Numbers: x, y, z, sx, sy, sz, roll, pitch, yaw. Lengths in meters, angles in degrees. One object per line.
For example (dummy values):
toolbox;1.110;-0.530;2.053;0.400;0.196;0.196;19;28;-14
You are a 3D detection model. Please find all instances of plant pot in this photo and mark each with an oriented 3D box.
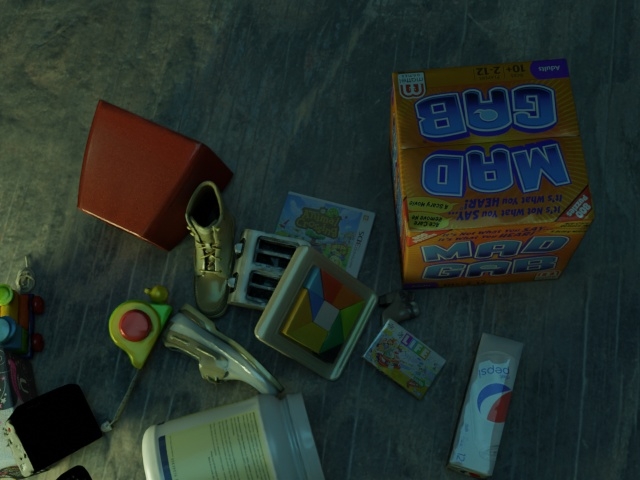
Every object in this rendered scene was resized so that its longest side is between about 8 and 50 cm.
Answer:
plant pot;-0.385;-0.124;2.042;0.267;0.267;0.236;23;84;11

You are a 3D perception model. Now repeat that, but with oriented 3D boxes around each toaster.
toaster;-0.104;0.075;1.985;0.185;0.110;0.168;12;82;-5

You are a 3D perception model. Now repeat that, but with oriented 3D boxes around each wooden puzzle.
wooden puzzle;0.001;0.157;1.932;0.238;0.044;0.221;35;77;-32

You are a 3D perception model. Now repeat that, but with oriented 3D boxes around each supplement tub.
supplement tub;-0.167;0.441;1.815;0.324;0.235;0.235;-15;69;-3

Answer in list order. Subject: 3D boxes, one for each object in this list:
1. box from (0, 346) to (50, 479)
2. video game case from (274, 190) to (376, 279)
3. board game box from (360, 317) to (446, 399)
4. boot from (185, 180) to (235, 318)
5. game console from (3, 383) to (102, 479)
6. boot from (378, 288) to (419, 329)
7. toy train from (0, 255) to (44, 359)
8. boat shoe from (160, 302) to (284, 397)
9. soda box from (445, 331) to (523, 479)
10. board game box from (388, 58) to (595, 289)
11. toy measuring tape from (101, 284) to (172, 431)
box;-0.673;0.369;1.905;0.142;0.163;0.247;-18;70;-2
video game case;0.000;0.000;2.086;0.212;0.023;0.193;14;71;8
board game box;0.178;0.253;1.957;0.154;0.026;0.103;36;75;-2
boot;-0.241;0.022;1.993;0.095;0.203;0.262;4;70;4
game console;-0.495;0.479;1.858;0.044;0.213;0.361;-28;87;26
boot;0.173;0.162;2.007;0.086;0.042;0.119;-3;70;0
toy train;-0.677;0.128;2.007;0.105;0.143;0.248;-6;69;0
boat shoe;-0.212;0.259;1.959;0.302;0.113;0.103;34;75;25
soda box;0.341;0.343;1.900;0.091;0.098;0.286;16;70;8
board game box;0.337;-0.128;1.939;0.356;0.356;0.356;-4;69;2
toy measuring tape;-0.427;0.241;1.975;0.121;0.121;0.330;24;81;11
